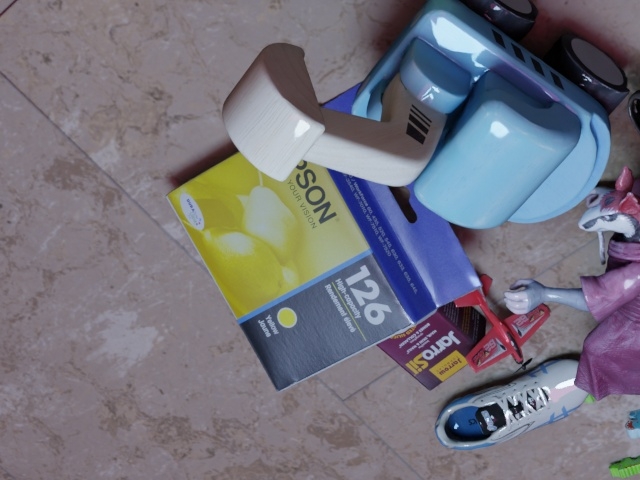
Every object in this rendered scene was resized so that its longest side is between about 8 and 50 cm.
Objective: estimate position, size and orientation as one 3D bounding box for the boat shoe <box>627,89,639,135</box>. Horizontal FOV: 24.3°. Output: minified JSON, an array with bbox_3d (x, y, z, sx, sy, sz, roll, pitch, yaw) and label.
[{"bbox_3d":[0.466,-0.052,1.690,0.130,0.355,0.132,-18,144,-16],"label":"boat shoe"}]

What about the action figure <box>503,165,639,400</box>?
[{"bbox_3d":[0.397,0.063,1.789,0.275,0.248,0.370,20,151,27],"label":"action figure"}]

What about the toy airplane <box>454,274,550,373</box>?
[{"bbox_3d":[0.230,0.109,1.966,0.151,0.151,0.028,38,156,-14],"label":"toy airplane"}]

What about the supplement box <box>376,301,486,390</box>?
[{"bbox_3d":[0.120,0.098,1.987,0.188,0.081,0.104,41,119,-16],"label":"supplement box"}]

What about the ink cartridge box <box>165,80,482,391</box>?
[{"bbox_3d":[0.000,0.000,1.897,0.307,0.072,0.304,-30,90,27],"label":"ink cartridge box"}]

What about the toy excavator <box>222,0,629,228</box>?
[{"bbox_3d":[0.127,-0.131,1.628,0.433,0.445,0.222,33,120,-12],"label":"toy excavator"}]

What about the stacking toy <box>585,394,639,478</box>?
[{"bbox_3d":[0.482,0.246,2.038,0.221,0.052,0.167,-16,117,19],"label":"stacking toy"}]

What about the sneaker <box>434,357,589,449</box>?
[{"bbox_3d":[0.265,0.231,2.037,0.237,0.086,0.085,-26,92,24],"label":"sneaker"}]
